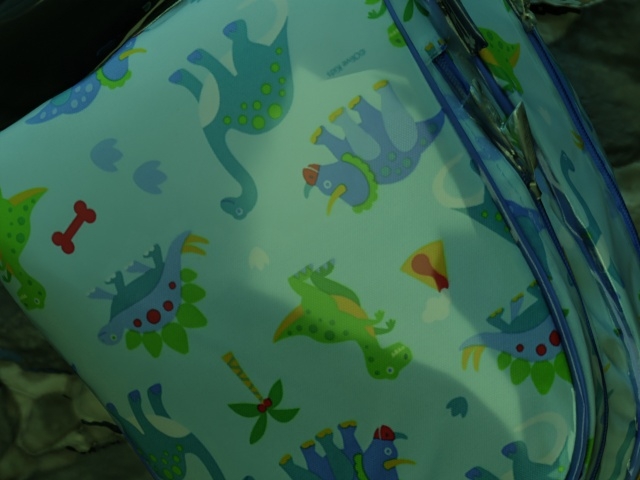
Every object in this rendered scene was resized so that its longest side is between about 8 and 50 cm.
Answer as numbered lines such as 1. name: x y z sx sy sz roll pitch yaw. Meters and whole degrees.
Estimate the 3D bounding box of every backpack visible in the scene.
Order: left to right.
1. backpack: 0.000 0.000 0.871 0.290 0.273 0.355 -31 111 13
